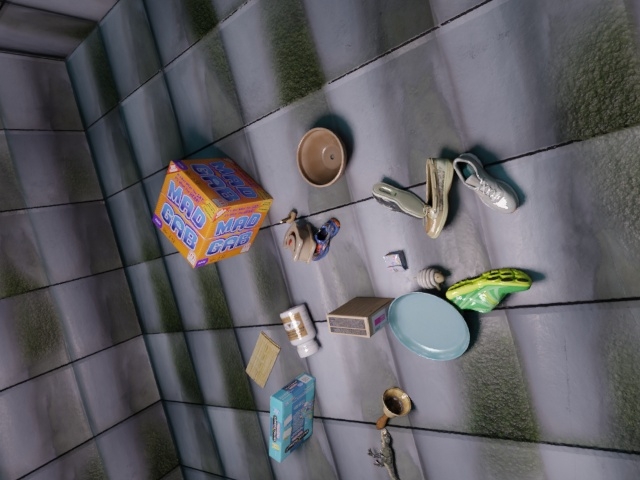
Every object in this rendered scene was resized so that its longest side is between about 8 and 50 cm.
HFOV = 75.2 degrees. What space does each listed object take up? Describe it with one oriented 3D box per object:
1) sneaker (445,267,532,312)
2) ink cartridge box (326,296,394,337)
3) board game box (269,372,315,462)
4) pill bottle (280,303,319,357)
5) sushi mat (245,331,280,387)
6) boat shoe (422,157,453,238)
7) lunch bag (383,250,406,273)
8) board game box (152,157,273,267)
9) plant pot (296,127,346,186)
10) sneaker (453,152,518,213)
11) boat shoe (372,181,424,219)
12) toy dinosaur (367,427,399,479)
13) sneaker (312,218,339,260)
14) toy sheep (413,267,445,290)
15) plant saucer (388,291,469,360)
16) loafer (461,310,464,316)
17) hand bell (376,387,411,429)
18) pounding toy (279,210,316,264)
[{"bbox_3d":[0.591,0.181,1.449,0.295,0.109,0.124,-22,102,41],"label":"sneaker"},{"bbox_3d":[0.170,0.307,1.693,0.193,0.234,0.088,-2,100,37],"label":"ink cartridge box"},{"bbox_3d":[-0.138,0.861,2.039,0.079,0.253,0.337,15,109,34],"label":"board game box"},{"bbox_3d":[-0.094,0.431,1.981,0.131,0.131,0.230,-25,86,37],"label":"pill bottle"},{"bbox_3d":[-0.318,0.655,2.270,0.151,0.019,0.317,36,120,23],"label":"sushi mat"},{"bbox_3d":[0.402,-0.150,1.480,0.089,0.104,0.286,5,98,-7],"label":"boat shoe"},{"bbox_3d":[0.300,0.091,1.660,0.071,0.053,0.083,-11,103,39],"label":"lunch bag"},{"bbox_3d":[-0.524,-0.149,2.016,0.356,0.356,0.357,43,123,20],"label":"board game box"},{"bbox_3d":[0.024,-0.345,1.722,0.237,0.109,0.238,10,107,35],"label":"plant pot"},{"bbox_3d":[0.535,-0.182,1.377,0.262,0.121,0.099,47,125,18],"label":"sneaker"},{"bbox_3d":[0.304,-0.145,1.599,0.233,0.084,0.079,30,155,20],"label":"boat shoe"},{"bbox_3d":[0.286,0.988,1.883,0.118,0.064,0.269,-13,97,31],"label":"toy dinosaur"},{"bbox_3d":[0.000,0.000,1.836,0.083,0.087,0.221,38,120,24],"label":"sneaker"},{"bbox_3d":[0.410,0.146,1.574,0.132,0.091,0.091,-13,93,43],"label":"toy sheep"},{"bbox_3d":[0.414,0.322,1.594,0.317,0.043,0.318,18,126,26],"label":"plant saucer"},{"bbox_3d":[0.478,0.276,1.580,0.125,0.039,0.045,-2,101,36],"label":"loafer"},{"bbox_3d":[0.293,0.763,1.814,0.126,0.126,0.242,37,133,24],"label":"hand bell"},{"bbox_3d":[-0.133,-0.004,1.858,0.154,0.154,0.270,-63,28,29],"label":"pounding toy"}]
